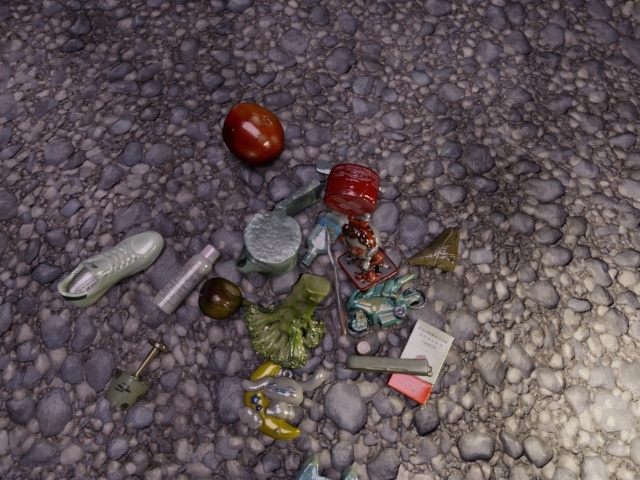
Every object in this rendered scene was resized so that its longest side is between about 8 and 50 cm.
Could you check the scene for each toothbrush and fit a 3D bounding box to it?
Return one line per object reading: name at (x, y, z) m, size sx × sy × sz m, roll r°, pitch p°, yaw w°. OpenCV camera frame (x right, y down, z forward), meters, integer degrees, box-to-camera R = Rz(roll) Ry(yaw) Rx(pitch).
toothbrush at (0.055, 0.138, 1.529) m, size 0.037 × 0.028 × 0.375 m, roll -5°, pitch 82°, yaw -18°

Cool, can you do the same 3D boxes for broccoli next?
broccoli at (-0.059, 0.237, 1.361) m, size 0.252 × 0.361 × 0.221 m, roll 46°, pitch 42°, yaw -12°

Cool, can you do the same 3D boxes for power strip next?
power strip at (0.212, 0.400, 1.426) m, size 0.286 × 0.080 × 0.048 m, roll -2°, pitch 63°, yaw 15°

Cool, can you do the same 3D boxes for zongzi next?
zongzi at (0.402, 0.008, 1.591) m, size 0.178 × 0.081 × 0.189 m, roll 9°, pitch 66°, yaw 11°

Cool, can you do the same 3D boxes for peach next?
peach at (-0.240, -0.388, 1.629) m, size 0.243 × 0.199 × 0.243 m, roll 25°, pitch 43°, yaw -27°

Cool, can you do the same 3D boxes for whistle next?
whistle at (-0.139, -0.049, 1.538) m, size 0.188 × 0.168 × 0.405 m, roll 19°, pitch 68°, yaw 3°

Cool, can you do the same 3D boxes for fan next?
fan at (0.113, -0.233, 1.681) m, size 0.282 × 0.023 × 0.057 m, roll 25°, pitch 72°, yaw 7°

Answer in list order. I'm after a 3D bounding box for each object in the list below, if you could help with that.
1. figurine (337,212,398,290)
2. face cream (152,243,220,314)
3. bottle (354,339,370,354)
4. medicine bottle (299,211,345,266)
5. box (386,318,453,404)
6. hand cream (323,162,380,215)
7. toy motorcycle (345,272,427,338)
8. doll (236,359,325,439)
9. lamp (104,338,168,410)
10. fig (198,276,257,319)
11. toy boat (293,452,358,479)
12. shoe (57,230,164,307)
figurine at (0.140, 0.009, 1.465) m, size 0.160 × 0.226 × 0.183 m, roll -27°, pitch 47°, yaw -11°
face cream at (-0.448, 0.126, 1.513) m, size 0.082 × 0.082 × 0.269 m, roll 38°, pitch 75°, yaw 10°
bottle at (0.135, 0.353, 1.452) m, size 0.045 × 0.096 × 0.045 m, roll 1°, pitch 71°, yaw -2°
medicine bottle at (0.000, 0.000, 1.583) m, size 0.090 × 0.054 × 0.208 m, roll 34°, pitch 74°, yaw 5°
box at (0.332, 0.400, 1.478) m, size 0.139 × 0.035 × 0.245 m, roll 29°, pitch 73°, yaw 7°
hand cream at (0.112, -0.177, 1.575) m, size 0.193 × 0.193 × 0.125 m, roll 14°, pitch 73°, yaw 2°
toy motorcycle at (0.205, 0.204, 1.510) m, size 0.296 × 0.109 × 0.198 m, roll -19°, pitch 64°, yaw -6°
doll at (-0.132, 0.487, 1.393) m, size 0.252 × 0.111 × 0.237 m, roll 11°, pitch 63°, yaw 12°
lamp at (-0.574, 0.416, 1.397) m, size 0.121 × 0.121 × 0.215 m, roll 30°, pitch 65°, yaw 7°
fig at (-0.281, 0.209, 1.484) m, size 0.245 × 0.149 × 0.149 m, roll 19°, pitch 71°, yaw -22°
toy boat at (-0.010, 0.817, 1.308) m, size 0.215 × 0.123 × 0.330 m, roll 17°, pitch 61°, yaw -5°
shoe at (-0.697, 0.077, 1.479) m, size 0.363 × 0.160 × 0.132 m, roll -40°, pitch 79°, yaw -13°
